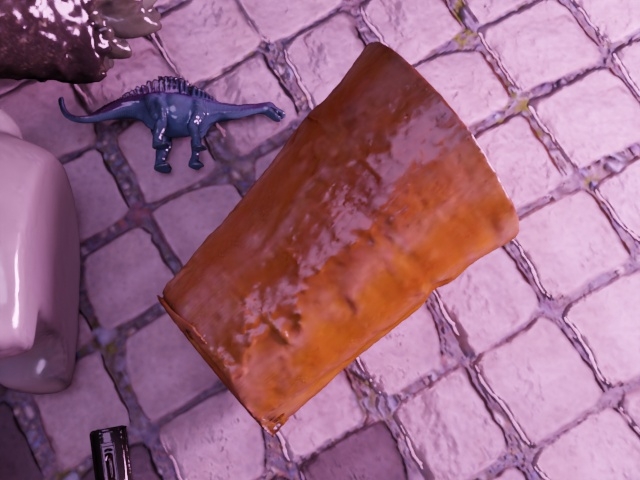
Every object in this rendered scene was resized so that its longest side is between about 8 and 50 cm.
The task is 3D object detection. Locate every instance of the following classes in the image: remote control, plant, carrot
[{"bbox_3d":[-0.164,0.193,0.793,0.034,0.016,0.091,-10,73,-4],"label":"remote control"},{"bbox_3d":[-0.232,-0.195,0.844,0.129,0.195,0.132,17,111,46],"label":"plant"},{"bbox_3d":[0.000,0.000,0.762,0.254,0.196,0.196,-40,75,-4],"label":"carrot"}]

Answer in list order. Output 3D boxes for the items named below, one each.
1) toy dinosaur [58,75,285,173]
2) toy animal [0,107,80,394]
[{"bbox_3d":[-0.129,-0.103,0.868,0.198,0.045,0.080,2,60,-3],"label":"toy dinosaur"},{"bbox_3d":[-0.372,0.025,0.770,0.368,0.196,0.241,-14,66,-2],"label":"toy animal"}]
